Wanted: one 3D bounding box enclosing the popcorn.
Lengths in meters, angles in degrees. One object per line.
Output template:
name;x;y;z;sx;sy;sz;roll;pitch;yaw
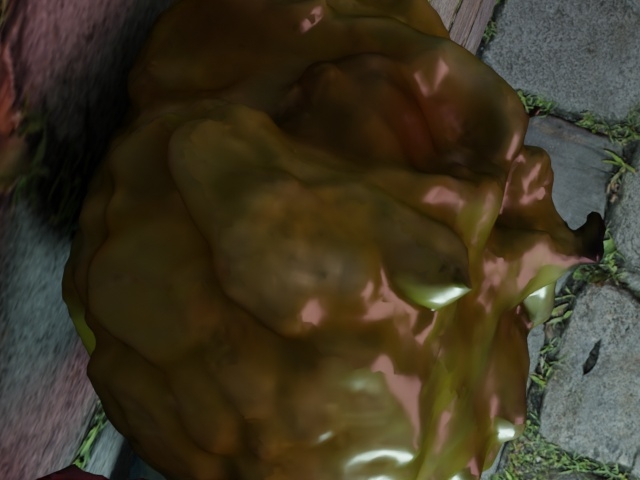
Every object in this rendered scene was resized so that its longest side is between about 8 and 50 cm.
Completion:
popcorn;0.007;0.006;0.545;0.249;0.225;0.249;12;90;-75

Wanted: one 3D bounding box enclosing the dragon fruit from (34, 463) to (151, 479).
dragon fruit;-0.104;0.279;0.433;0.263;0.314;0.296;-47;158;23

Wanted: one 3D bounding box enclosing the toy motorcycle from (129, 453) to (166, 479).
toy motorcycle;-0.065;0.151;0.792;0.182;0.241;0.319;-30;-178;7
